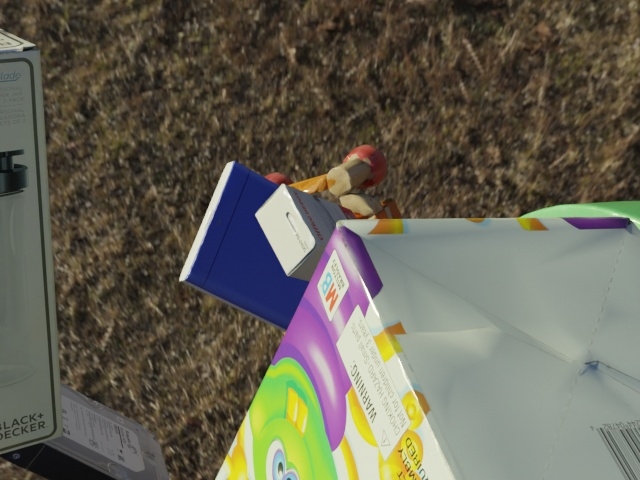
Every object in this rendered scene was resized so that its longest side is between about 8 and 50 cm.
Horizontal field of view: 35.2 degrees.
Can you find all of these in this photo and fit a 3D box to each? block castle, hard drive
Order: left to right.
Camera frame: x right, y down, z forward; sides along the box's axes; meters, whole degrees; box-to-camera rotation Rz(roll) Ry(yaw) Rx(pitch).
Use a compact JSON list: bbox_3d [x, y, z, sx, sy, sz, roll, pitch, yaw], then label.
[{"bbox_3d":[-0.414,0.349,1.754,0.339,0.237,0.064,36,98,-28],"label":"hard drive"},{"bbox_3d":[-0.050,0.037,1.649,0.318,0.040,0.210,28,71,-24],"label":"hard drive"},{"bbox_3d":[0.049,0.059,2.008,0.303,0.213,0.453,-16,98,28],"label":"block castle"}]

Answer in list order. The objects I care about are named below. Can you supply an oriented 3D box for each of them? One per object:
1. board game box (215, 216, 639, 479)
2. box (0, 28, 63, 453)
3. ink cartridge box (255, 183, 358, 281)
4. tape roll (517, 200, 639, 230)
[{"bbox_3d":[0.044,0.135,0.429,0.144,0.275,0.142,-1,46,-28],"label":"board game box"},{"bbox_3d":[-0.271,0.010,0.674,0.169,0.290,0.087,-13,27,-32],"label":"box"},{"bbox_3d":[0.000,0.000,1.312,0.063,0.150,0.109,-45,55,22],"label":"ink cartridge box"},{"bbox_3d":[0.204,0.134,0.704,0.077,0.321,0.321,-3,68,-33],"label":"tape roll"}]
